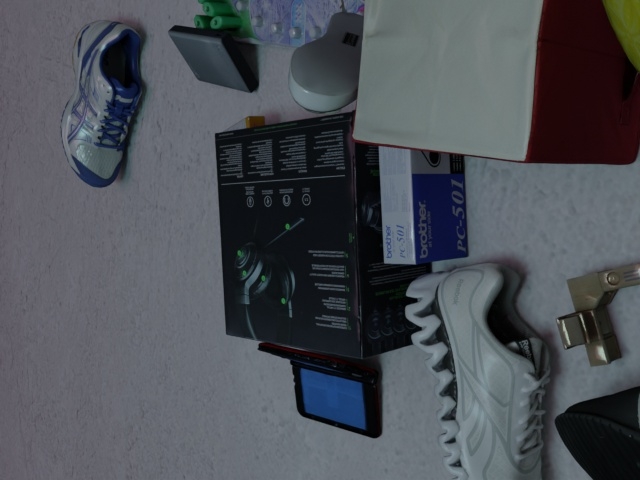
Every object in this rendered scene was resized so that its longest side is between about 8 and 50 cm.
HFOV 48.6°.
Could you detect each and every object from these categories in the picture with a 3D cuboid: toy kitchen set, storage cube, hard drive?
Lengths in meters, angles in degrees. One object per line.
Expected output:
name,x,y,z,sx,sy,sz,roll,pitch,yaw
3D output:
toy kitchen set,0.263,0.068,0.636,0.075,0.068,0.083,-21,79,45
storage cube,0.161,-0.165,0.629,0.215,0.193,0.184,15,105,43
hard drive,-0.158,-0.267,1.036,0.135,0.022,0.094,23,155,43

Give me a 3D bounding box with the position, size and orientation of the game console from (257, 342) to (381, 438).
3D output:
game console,-0.003,0.191,0.905,0.144,0.124,0.085,4,75,40

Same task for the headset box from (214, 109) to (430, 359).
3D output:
headset box,0.000,0.000,0.859,0.246,0.131,0.283,0,94,46

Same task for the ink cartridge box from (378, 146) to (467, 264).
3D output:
ink cartridge box,0.110,-0.081,0.761,0.046,0.097,0.207,0,93,45

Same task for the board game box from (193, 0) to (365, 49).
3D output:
board game box,-0.025,-0.436,0.874,0.390,0.050,0.390,22,114,41

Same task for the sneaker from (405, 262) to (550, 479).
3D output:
sneaker,0.180,0.162,0.714,0.118,0.110,0.292,-23,77,36

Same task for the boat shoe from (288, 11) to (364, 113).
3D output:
boat shoe,0.017,-0.167,0.723,0.077,0.219,0.070,21,125,4

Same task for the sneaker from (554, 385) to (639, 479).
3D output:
sneaker,0.316,0.138,0.510,0.122,0.146,0.330,54,156,-4

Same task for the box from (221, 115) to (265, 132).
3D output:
box,-0.112,-0.126,1.019,0.136,0.028,0.081,174,90,-66

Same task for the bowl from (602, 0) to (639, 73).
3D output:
bowl,0.295,-0.195,0.475,0.156,0.289,0.290,-167,74,-78

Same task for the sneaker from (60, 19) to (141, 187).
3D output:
sneaker,-0.379,-0.237,1.246,0.131,0.112,0.297,14,104,44
